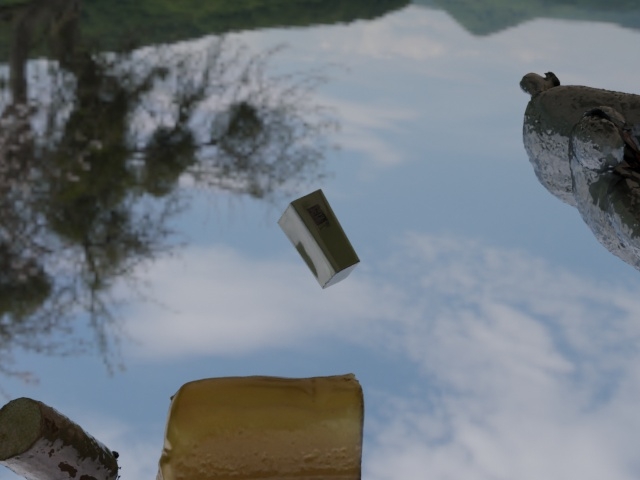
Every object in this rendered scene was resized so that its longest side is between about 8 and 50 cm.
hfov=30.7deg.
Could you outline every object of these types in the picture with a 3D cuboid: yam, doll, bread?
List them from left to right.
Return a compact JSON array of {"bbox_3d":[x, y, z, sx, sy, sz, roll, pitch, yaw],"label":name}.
[{"bbox_3d":[-0.276,0.222,1.203,0.084,0.084,0.127,17,157,42],"label":"yam"},{"bbox_3d":[-0.045,0.169,0.911,0.173,0.134,0.085,2,-175,-13],"label":"bread"},{"bbox_3d":[0.338,-0.063,1.214,0.246,0.158,0.340,42,-170,-28],"label":"doll"}]

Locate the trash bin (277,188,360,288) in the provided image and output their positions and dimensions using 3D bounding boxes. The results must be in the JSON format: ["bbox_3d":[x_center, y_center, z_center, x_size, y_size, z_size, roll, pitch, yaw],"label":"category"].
[{"bbox_3d":[0.000,0.000,1.262,0.043,0.092,0.061,-27,168,-26],"label":"trash bin"}]
